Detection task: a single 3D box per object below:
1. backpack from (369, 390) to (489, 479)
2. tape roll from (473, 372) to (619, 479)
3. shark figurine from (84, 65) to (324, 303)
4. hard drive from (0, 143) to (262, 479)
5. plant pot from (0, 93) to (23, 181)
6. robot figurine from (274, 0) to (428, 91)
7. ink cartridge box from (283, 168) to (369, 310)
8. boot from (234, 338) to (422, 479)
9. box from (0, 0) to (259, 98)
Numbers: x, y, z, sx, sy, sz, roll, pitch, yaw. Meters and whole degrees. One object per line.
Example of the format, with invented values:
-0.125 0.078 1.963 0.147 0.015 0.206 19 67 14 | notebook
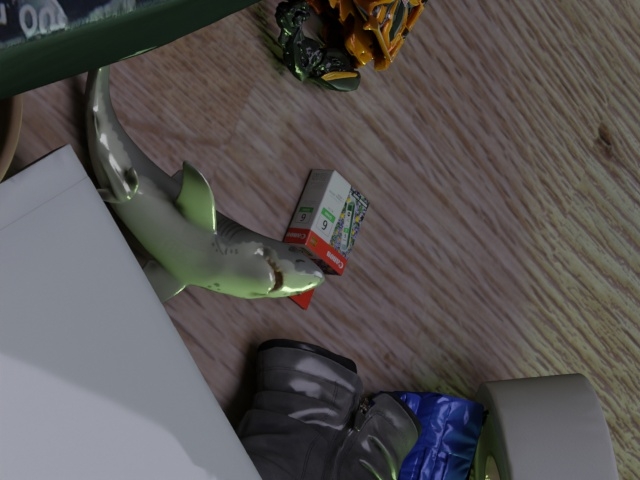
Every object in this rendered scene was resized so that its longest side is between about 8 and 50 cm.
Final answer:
0.087 0.203 1.697 0.101 0.098 0.120 15 81 -20 | backpack
0.215 0.272 1.719 0.286 0.100 0.286 176 -90 -86 | tape roll
-0.128 -0.059 1.438 0.278 0.166 0.116 58 24 -13 | shark figurine
-0.189 0.111 1.309 0.203 0.040 0.307 -35 100 -32 | hard drive
-0.318 -0.102 1.152 0.237 0.110 0.237 16 67 -42 | plant pot
0.007 -0.267 1.562 0.291 0.085 0.211 52 57 -39 | robot figurine
0.000 0.000 1.621 0.063 0.029 0.115 41 63 -44 | ink cartridge box
-0.063 0.175 1.516 0.338 0.118 0.223 36 50 -34 | boot
-0.262 -0.304 0.992 0.480 0.297 0.472 -26 98 -46 | box
